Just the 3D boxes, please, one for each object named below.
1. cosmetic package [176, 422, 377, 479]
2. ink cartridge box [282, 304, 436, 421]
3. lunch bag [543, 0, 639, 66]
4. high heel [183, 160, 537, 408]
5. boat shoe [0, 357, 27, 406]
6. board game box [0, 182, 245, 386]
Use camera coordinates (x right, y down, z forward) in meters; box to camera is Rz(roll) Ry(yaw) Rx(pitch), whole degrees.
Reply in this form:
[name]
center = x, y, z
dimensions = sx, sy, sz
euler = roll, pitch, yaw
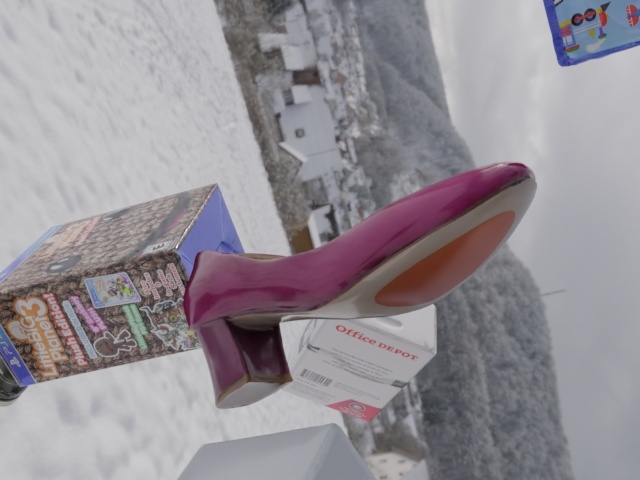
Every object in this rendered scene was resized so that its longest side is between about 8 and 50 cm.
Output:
[cosmetic package]
center = 0.027, 0.387, 0.432
dimensions = 0.453, 0.161, 0.230
euler = 57, 36, -15
[ink cartridge box]
center = 0.058, 0.176, 0.964
dimensions = 0.100, 0.171, 0.237
euler = -77, -168, -46
[lunch bag]
center = 0.341, -0.334, 0.622
dimensions = 0.138, 0.220, 0.294
euler = -17, 94, -51
[high heel]
center = 0.000, 0.000, 0.542
dimensions = 0.127, 0.377, 0.182
euler = 20, 43, -50
[boat shoe]
center = -0.464, 0.153, 0.953
dimensions = 0.084, 0.079, 0.233
euler = 26, 28, -19
[board game box]
center = -0.278, 0.055, 0.844
dimensions = 0.232, 0.290, 0.141
euler = -83, 157, -64
